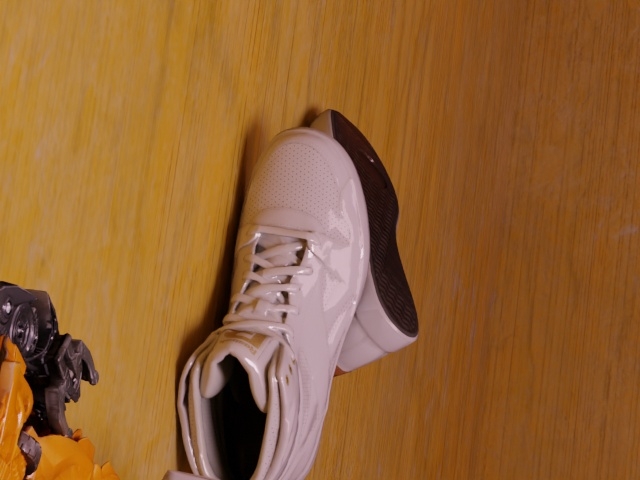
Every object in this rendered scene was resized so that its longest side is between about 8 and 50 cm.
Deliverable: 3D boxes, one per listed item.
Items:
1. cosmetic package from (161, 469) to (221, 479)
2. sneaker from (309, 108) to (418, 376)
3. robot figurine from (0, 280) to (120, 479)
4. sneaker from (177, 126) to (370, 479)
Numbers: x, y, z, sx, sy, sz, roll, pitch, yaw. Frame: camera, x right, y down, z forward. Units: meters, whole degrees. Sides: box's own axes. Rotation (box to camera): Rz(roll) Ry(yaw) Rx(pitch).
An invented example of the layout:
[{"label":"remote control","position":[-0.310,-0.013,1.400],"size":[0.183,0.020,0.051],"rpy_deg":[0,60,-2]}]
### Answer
[{"label":"cosmetic package","position":[-0.054,0.336,0.914],"size":[0.366,0.155,0.197],"rpy_deg":[-89,-161,-44]},{"label":"sneaker","position":[0.000,0.000,1.466],"size":[0.106,0.123,0.290],"rpy_deg":[42,26,-33]},{"label":"robot figurine","position":[-0.162,0.150,0.811],"size":[0.291,0.085,0.211],"rpy_deg":[77,22,-54]},{"label":"sneaker","position":[-0.033,0.055,1.268],"size":[0.169,0.108,0.293],"rpy_deg":[7,89,-80]}]
